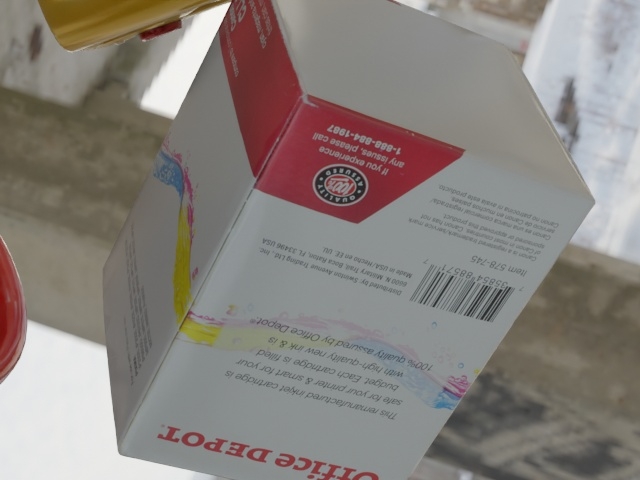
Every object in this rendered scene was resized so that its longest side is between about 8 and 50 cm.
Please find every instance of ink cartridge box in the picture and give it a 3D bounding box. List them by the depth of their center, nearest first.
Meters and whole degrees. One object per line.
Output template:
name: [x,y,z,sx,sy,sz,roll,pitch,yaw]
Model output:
ink cartridge box: [0.000,0.000,0.581,0.176,0.128,0.127,-60,26,27]

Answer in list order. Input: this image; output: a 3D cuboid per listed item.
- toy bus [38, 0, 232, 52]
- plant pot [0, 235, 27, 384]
toy bus: [-0.065,-0.172,0.764,0.202,0.191,0.104,-65,-4,14]
plant pot: [-0.301,0.039,0.571,0.243,0.275,0.275,-43,-3,12]
